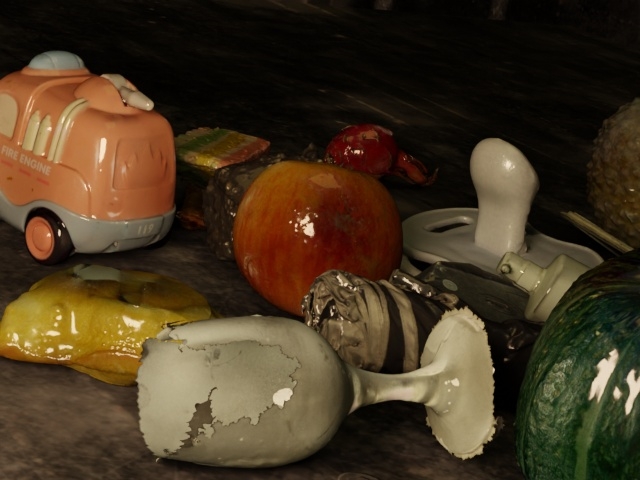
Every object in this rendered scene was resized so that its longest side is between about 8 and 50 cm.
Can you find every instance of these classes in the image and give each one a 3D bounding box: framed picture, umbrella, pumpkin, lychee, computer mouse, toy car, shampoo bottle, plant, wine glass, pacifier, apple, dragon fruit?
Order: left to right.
[{"bbox_3d":[-0.285,-0.103,1.760,0.271,0.212,0.181,24,21,35],"label":"toy car"},{"bbox_3d":[-0.035,-0.038,1.838,0.203,0.131,0.142,-10,69,-35],"label":"plant"},{"bbox_3d":[0.000,0.000,1.695,0.195,0.173,0.160,9,7,-12],"label":"apple"},{"bbox_3d":[0.001,0.132,1.346,0.321,0.143,0.143,-1,21,-29],"label":"wine glass"},{"bbox_3d":[0.094,-0.127,2.306,0.191,0.094,0.094,9,17,-26],"label":"dragon fruit"},{"bbox_3d":[0.150,0.112,1.564,0.358,0.113,0.106,13,13,-18],"label":"umbrella"},{"bbox_3d":[0.212,-0.021,1.839,0.227,0.207,0.279,-12,28,-39],"label":"pacifier"},{"bbox_3d":[0.195,0.098,1.687,0.231,0.071,0.126,19,28,-16],"label":"computer mouse"},{"bbox_3d":[0.307,0.087,1.641,0.262,0.085,0.085,30,18,0],"label":"shampoo bottle"},{"bbox_3d":[0.277,0.130,1.333,0.197,0.263,0.293,9,26,34],"label":"pumpkin"},{"bbox_3d":[0.446,0.054,1.929,0.216,0.016,0.273,32,4,-37],"label":"framed picture"},{"bbox_3d":[0.505,-0.086,2.159,0.255,0.255,0.274,9,24,-7],"label":"lychee"}]

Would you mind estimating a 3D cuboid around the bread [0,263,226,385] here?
[{"bbox_3d":[-0.186,0.080,1.466,0.233,0.088,0.161,12,20,4],"label":"bread"}]

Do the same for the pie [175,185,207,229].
[{"bbox_3d":[-0.139,-0.030,1.929,0.088,0.033,0.191,15,12,-3],"label":"pie"}]

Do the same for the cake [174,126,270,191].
[{"bbox_3d":[-0.133,-0.111,1.968,0.109,0.090,0.225,16,-4,9],"label":"cake"}]

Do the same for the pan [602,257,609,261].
[{"bbox_3d":[0.358,0.059,1.965,0.115,0.040,0.212,0,19,-18],"label":"pan"}]
